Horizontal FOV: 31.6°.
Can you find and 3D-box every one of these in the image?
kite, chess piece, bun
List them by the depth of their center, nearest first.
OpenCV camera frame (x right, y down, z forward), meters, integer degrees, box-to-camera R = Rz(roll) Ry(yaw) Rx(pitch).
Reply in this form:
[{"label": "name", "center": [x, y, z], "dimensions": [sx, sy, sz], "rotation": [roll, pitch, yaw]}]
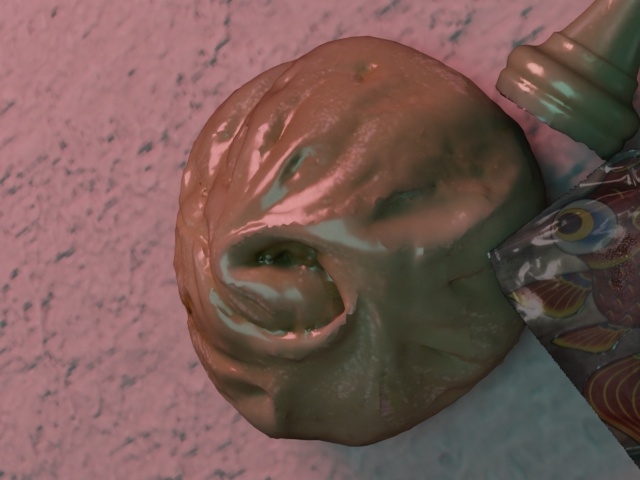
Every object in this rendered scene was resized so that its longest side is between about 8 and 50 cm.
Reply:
[{"label": "kite", "center": [0.154, 0.074, 0.430], "dimensions": [0.127, 0.016, 0.229], "rotation": [-19, 88, 0]}, {"label": "chess piece", "center": [0.130, -0.106, 0.432], "dimensions": [0.059, 0.059, 0.149], "rotation": [38, 106, 20]}, {"label": "bun", "center": [0.000, 0.000, 0.481], "dimensions": [0.183, 0.102, 0.183], "rotation": [1, 91, 29]}]
